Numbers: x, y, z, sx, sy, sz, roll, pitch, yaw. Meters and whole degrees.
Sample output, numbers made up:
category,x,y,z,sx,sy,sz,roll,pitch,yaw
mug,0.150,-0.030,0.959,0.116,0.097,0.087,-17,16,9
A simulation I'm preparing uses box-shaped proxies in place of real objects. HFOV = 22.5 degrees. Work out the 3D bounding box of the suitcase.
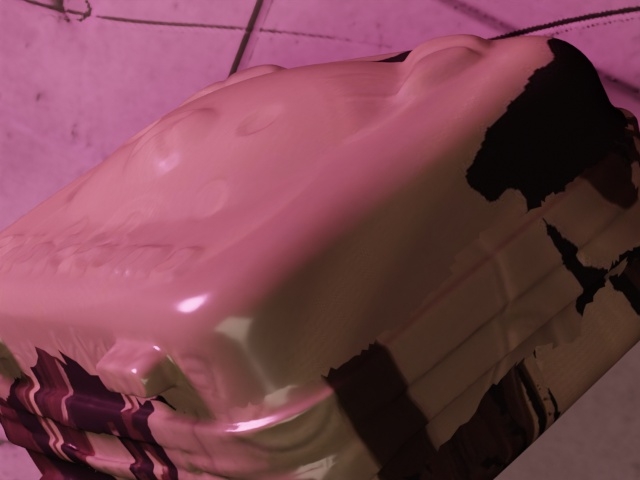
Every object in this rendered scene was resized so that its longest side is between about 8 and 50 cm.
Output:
category,x,y,z,sx,sy,sz,roll,pitch,yaw
suitcase,0.000,0.000,0.831,0.351,0.339,0.194,2,124,56
